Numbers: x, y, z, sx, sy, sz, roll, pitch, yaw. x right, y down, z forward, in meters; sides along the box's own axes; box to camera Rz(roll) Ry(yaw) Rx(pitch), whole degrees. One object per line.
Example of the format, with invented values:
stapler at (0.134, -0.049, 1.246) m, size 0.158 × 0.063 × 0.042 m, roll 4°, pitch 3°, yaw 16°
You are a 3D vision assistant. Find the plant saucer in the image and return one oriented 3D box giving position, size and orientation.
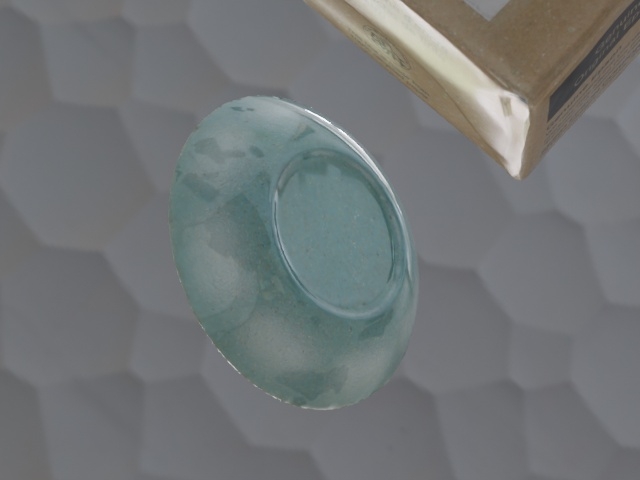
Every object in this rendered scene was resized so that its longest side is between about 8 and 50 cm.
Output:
plant saucer at (0.000, 0.000, 0.832) m, size 0.037 × 0.195 × 0.195 m, roll -24°, pitch 13°, yaw 43°

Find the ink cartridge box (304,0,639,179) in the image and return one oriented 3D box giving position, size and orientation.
ink cartridge box at (0.049, -0.171, 0.509) m, size 0.193 × 0.234 × 0.088 m, roll -47°, pitch -14°, yaw -7°
